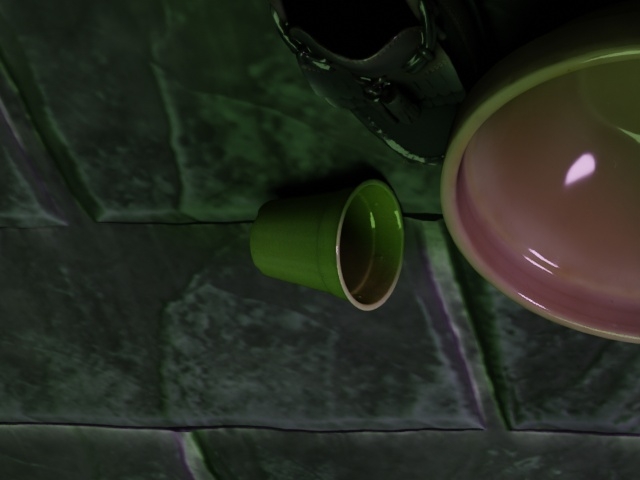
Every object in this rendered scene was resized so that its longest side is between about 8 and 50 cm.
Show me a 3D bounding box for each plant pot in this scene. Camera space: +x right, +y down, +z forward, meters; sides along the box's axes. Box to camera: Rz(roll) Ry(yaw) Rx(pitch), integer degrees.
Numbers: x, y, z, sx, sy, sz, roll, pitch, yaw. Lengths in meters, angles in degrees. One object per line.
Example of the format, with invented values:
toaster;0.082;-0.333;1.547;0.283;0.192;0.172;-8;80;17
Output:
plant pot;0.000;0.000;1.023;0.079;0.083;0.083;5;143;33
plant pot;0.189;-0.054;0.863;0.237;0.109;0.237;9;142;7

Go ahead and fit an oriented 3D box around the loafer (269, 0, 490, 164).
loafer;0.008;-0.134;0.830;0.109;0.095;0.302;-5;138;23
